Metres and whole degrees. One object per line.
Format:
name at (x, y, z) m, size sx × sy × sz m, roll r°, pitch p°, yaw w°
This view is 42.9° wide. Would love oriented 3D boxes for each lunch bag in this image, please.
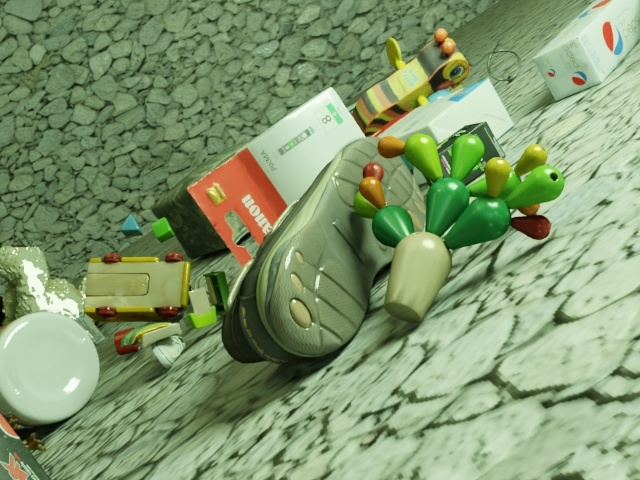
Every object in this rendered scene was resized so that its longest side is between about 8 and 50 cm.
lunch bag at (-0.167, -0.109, 1.665) m, size 0.287 × 0.169 × 0.235 m, roll -45°, pitch 15°, yaw -28°

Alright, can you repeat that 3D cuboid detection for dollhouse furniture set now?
dollhouse furniture set at (-0.187, 0.088, 1.053) m, size 0.151 × 0.059 × 0.076 m, roll -18°, pitch 6°, yaw -33°

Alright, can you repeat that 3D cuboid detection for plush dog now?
plush dog at (-0.527, 0.148, 1.579) m, size 0.225 × 0.262 × 0.211 m, roll -36°, pitch 44°, yaw 55°

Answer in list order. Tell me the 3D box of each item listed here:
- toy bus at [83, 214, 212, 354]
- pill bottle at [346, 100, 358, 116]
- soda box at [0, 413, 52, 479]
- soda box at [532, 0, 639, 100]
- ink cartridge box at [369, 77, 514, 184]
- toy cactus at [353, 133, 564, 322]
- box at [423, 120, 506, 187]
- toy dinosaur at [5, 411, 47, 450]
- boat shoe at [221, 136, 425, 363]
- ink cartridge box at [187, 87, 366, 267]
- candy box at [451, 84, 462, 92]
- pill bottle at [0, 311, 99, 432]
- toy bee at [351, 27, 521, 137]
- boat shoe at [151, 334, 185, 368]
toy bus at (-0.272, 0.081, 1.298) m, size 0.191 × 0.202 × 0.104 m, roll -42°, pitch -18°, yaw -10°
pill bottle at (0.088, -0.212, 1.541) m, size 0.180 × 0.108 × 0.108 m, roll -20°, pitch 17°, yaw 49°
soda box at (-0.355, 0.210, 0.839) m, size 0.053 × 0.169 × 0.060 m, roll -27°, pitch 13°, yaw 23°
soda box at (0.376, -0.274, 1.106) m, size 0.073 × 0.069 × 0.216 m, roll -20°, pitch 17°, yaw 50°
ink cartridge box at (0.141, -0.136, 1.152) m, size 0.134 × 0.078 × 0.231 m, roll -39°, pitch 13°, yaw -28°
toy cactus at (0.102, -0.010, 0.707) m, size 0.218 × 0.112 × 0.181 m, roll 5°, pitch 59°, yaw 37°
box at (0.169, -0.099, 0.989) m, size 0.083 × 0.052 × 0.062 m, roll -34°, pitch 11°, yaw -12°
toy dinosaur at (-0.407, 0.272, 0.996) m, size 0.211 × 0.064 × 0.112 m, roll -22°, pitch 17°, yaw 45°
boat shoe at (0.000, 0.000, 0.841) m, size 0.130 × 0.132 × 0.355 m, roll -25°, pitch 13°, yaw 34°
ink cartridge box at (-0.024, -0.059, 1.021) m, size 0.224 × 0.181 × 0.056 m, roll -39°, pitch 9°, yaw -25°
candy box at (0.188, -0.257, 1.657) m, size 0.205 × 0.027 × 0.105 m, roll -27°, pitch 10°, yaw 27°
pill bottle at (-0.448, 0.202, 1.175) m, size 0.272 × 0.152 × 0.152 m, roll -21°, pitch 16°, yaw 43°
toy bee at (0.177, -0.284, 1.366) m, size 0.298 × 0.195 × 0.162 m, roll -47°, pitch -26°, yaw -6°
boat shoe at (-0.192, 0.136, 1.047) m, size 0.035 × 0.035 × 0.100 m, roll -37°, pitch 5°, yaw -3°
